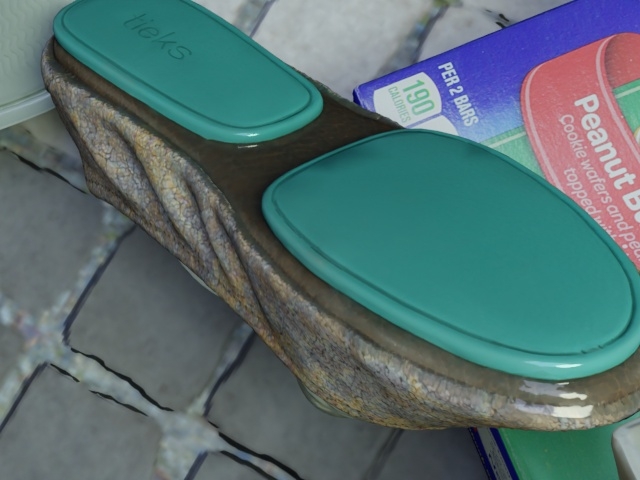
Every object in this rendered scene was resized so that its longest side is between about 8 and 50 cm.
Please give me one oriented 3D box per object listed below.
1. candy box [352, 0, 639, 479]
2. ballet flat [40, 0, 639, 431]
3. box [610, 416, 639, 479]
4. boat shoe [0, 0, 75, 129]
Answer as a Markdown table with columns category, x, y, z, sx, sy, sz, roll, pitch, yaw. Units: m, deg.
| category | x | y | z | sx | sy | sz | roll | pitch | yaw |
| --- | --- | --- | --- | --- | --- | --- | --- | --- | --- |
| candy box | 0.209 | 0.013 | 0.519 | 0.317 | 0.122 | 0.268 | -21 | 72 | -2 |
| ballet flat | 0.000 | 0.000 | 0.468 | 0.107 | 0.106 | 0.316 | -22 | 40 | -26 |
| box | 0.188 | 0.182 | 0.370 | 0.121 | 0.311 | 0.148 | -21 | 35 | 0 |
| boat shoe | -0.238 | -0.076 | 0.604 | 0.302 | 0.091 | 0.114 | -10 | 107 | 1 |
